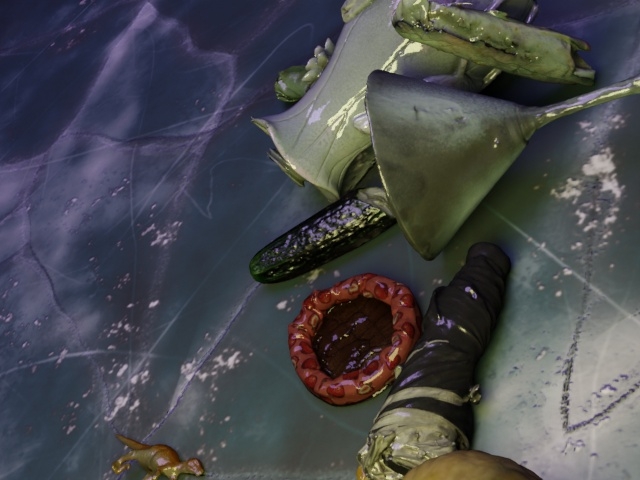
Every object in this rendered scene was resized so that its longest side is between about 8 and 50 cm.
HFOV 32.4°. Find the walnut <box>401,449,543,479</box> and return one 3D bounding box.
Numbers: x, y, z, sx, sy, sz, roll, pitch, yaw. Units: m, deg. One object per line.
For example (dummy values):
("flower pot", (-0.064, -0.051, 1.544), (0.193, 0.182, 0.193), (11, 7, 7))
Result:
("walnut", (0.141, 0.326, 1.045), (0.248, 0.248, 0.248), (-23, 41, 22))

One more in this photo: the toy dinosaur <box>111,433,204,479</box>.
("toy dinosaur", (-0.229, 0.297, 1.538), (0.126, 0.039, 0.162), (-26, 34, 3))

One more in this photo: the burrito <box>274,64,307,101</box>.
("burrito", (0.023, -0.258, 1.852), (0.288, 0.054, 0.104), (2, 57, 39))

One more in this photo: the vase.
("vase", (0.104, -0.257, 1.648), (0.445, 0.250, 0.250), (-44, 38, 3))

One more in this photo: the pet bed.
("pet bed", (0.045, 0.128, 1.456), (0.201, 0.053, 0.201), (-19, 48, 22))

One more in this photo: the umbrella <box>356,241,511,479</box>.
("umbrella", (0.153, 0.148, 1.319), (0.113, 0.106, 0.358), (16, 50, 16))

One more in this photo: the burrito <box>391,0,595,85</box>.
("burrito", (0.241, -0.270, 1.498), (0.096, 0.309, 0.066), (148, 134, -67))

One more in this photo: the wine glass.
("wine glass", (0.282, -0.160, 1.387), (0.406, 0.267, 0.267), (-19, 43, 21))

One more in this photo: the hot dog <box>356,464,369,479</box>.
("hot dog", (0.078, 0.262, 1.311), (0.090, 0.034, 0.030), (-29, 40, 13))

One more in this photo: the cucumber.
("cucumber", (0.000, -0.001, 1.604), (0.241, 0.074, 0.074), (-30, 39, 16))
